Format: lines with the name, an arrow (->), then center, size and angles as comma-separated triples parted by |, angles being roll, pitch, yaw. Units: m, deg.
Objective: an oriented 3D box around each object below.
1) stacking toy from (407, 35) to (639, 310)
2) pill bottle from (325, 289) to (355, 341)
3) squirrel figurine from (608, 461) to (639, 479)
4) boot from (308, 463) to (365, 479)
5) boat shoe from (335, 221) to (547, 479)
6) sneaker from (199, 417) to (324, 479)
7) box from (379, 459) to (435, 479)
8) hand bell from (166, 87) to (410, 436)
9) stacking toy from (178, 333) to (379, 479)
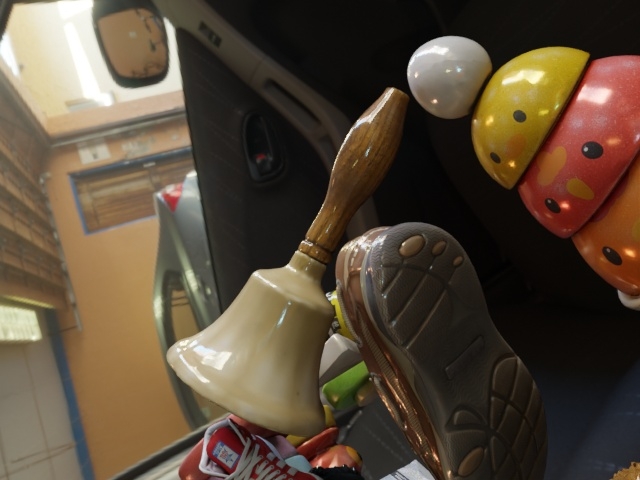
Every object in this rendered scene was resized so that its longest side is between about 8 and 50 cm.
stacking toy -> 0.338, -0.150, 0.799 | 0.479, 0.351, 0.351 | 28, 148, 14
pill bottle -> 0.117, 0.140, 1.190 | 0.119, 0.208, 0.119 | 46, -147, -42
squirrel figurine -> 0.337, 0.168, 0.220 | 0.370, 0.396, 0.281 | 103, 178, -70
boot -> 0.054, 0.273, 0.422 | 0.094, 0.246, 0.207 | 109, 154, -43
boat shoe -> 0.110, 0.127, 0.516 | 0.116, 0.123, 0.324 | 6, 122, 61
sneaker -> -0.042, 0.167, 0.398 | 0.118, 0.042, 0.067 | 14, 157, 50
box -> 0.177, 0.506, 0.882 | 0.247, 0.142, 0.163 | 32, 121, 42
hand bell -> 0.000, 0.000, 0.405 | 0.242, 0.126, 0.126 | -63, 22, 1
stacking toy -> 0.011, 0.248, 0.675 | 0.130, 0.279, 0.309 | 53, -166, 25
